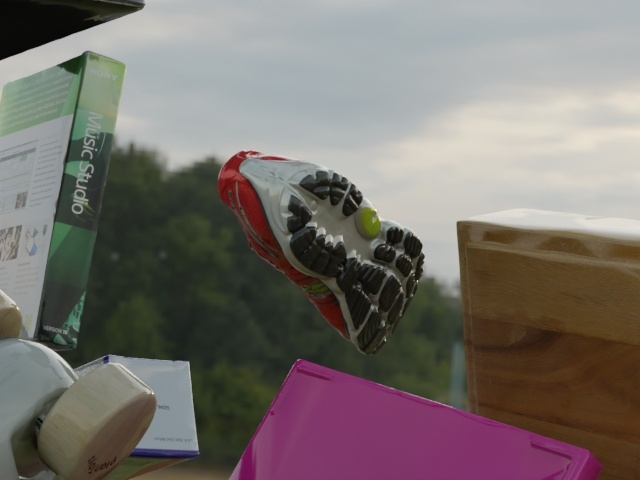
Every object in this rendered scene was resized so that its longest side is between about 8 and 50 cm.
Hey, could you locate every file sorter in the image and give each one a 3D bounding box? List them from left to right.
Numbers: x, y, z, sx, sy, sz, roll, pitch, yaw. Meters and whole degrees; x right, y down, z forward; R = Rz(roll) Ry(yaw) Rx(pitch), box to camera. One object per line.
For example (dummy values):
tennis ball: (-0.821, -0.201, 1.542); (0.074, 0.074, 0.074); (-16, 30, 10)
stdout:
file sorter: (0.079, 0.238, 1.319); (0.290, 0.202, 0.182); (13, -22, 50)

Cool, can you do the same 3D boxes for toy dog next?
toy dog: (-0.265, 0.173, 1.243); (0.333, 0.220, 0.161); (-23, -33, -19)

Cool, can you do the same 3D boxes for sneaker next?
sneaker: (0.000, 0.000, 1.636); (0.118, 0.107, 0.279); (24, -17, 33)

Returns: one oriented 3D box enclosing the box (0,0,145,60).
box: (-0.474, -0.390, 1.859); (0.480, 0.472, 0.297); (-15, -5, 30)

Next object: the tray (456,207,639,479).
tray: (0.250, 0.097, 1.297); (0.076, 0.203, 0.411); (-10, 11, -33)

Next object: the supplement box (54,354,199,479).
supplement box: (-0.247, 0.208, 2.130); (0.111, 0.114, 0.220); (8, -23, -41)

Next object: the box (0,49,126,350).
box: (-0.313, -0.035, 2.139); (0.058, 0.322, 0.232); (14, -12, -30)
